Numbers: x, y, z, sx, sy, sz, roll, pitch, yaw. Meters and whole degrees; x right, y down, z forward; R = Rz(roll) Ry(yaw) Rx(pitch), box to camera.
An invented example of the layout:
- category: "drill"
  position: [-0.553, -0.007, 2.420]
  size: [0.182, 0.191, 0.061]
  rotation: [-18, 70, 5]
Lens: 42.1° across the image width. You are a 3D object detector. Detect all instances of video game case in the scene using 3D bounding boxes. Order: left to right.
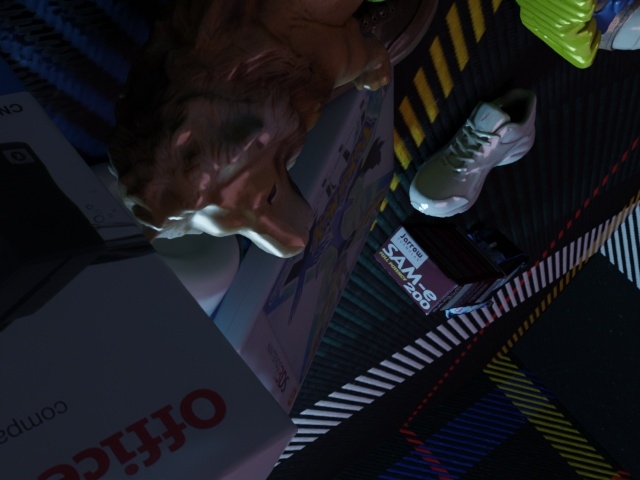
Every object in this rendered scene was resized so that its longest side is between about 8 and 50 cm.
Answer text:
- category: "video game case"
  position: [0.000, 0.000, 0.830]
  size: [0.300, 0.036, 0.329]
  rotation: [78, 35, -67]

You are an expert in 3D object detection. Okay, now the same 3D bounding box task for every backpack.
- category: "backpack"
  position: [0.276, 0.062, 1.540]
  size: [0.173, 0.117, 0.158]
  rotation: [-18, 149, -49]

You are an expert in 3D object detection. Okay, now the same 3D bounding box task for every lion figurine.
- category: "lion figurine"
  position: [0.014, -0.182, 0.474]
  size: [0.392, 0.142, 0.240]
  rotation: [-65, 169, 19]

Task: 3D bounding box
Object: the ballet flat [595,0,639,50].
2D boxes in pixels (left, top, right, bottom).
- category: "ballet flat"
  position: [0.449, -0.315, 1.109]
  size: [0.316, 0.106, 0.107]
  rotation: [-31, 156, -27]

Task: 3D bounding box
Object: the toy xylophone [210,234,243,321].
- category: "toy xylophone"
  position: [-0.110, 0.127, 0.879]
  size: [0.081, 0.236, 0.322]
  rotation: [1, 163, 2]

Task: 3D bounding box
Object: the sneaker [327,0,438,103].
- category: "sneaker"
  position: [0.022, -0.169, 0.690]
  size: [0.188, 0.066, 0.071]
  rotation: [-41, 159, -4]

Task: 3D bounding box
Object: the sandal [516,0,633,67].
- category: "sandal"
  position: [0.263, -0.283, 0.839]
  size: [0.138, 0.126, 0.317]
  rotation: [-50, 167, 12]

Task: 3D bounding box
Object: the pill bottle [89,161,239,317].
- category: "pill bottle"
  position: [-0.185, 0.074, 0.690]
  size: [0.146, 0.146, 0.264]
  rotation: [-14, 146, -52]

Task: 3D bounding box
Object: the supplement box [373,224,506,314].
- category: "supplement box"
  position: [0.198, 0.042, 1.340]
  size: [0.073, 0.130, 0.239]
  rotation: [-50, 158, 21]

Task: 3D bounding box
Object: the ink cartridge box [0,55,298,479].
- category: "ink cartridge box"
  position: [-0.197, 0.052, 0.391]
  size: [0.223, 0.307, 0.129]
  rotation: [-25, 154, -40]

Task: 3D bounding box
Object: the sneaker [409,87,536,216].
- category: "sneaker"
  position: [0.200, -0.127, 1.091]
  size: [0.232, 0.090, 0.115]
  rotation: [-43, 155, -24]
